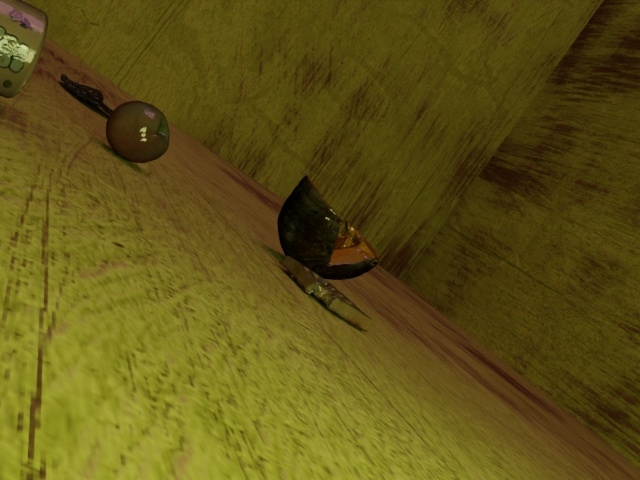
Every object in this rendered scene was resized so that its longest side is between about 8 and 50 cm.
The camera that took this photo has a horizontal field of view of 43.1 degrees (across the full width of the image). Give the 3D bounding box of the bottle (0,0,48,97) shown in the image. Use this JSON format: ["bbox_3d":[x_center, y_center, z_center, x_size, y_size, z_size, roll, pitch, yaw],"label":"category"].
[{"bbox_3d":[-0.332,-0.194,0.722,0.152,0.099,0.099,22,10,-36],"label":"bottle"}]

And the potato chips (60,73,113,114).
[{"bbox_3d":[-0.413,-0.257,1.471,0.142,0.026,0.209,37,3,-11],"label":"potato chips"}]

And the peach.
[{"bbox_3d":[-0.233,-0.137,1.032,0.083,0.083,0.083,35,3,-2],"label":"peach"}]

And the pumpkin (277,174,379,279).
[{"bbox_3d":[0.000,0.000,1.188,0.183,0.107,0.119,43,4,-42],"label":"pumpkin"}]

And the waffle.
[{"bbox_3d":[0.005,0.065,1.023,0.092,0.021,0.135,35,1,-30],"label":"waffle"}]
